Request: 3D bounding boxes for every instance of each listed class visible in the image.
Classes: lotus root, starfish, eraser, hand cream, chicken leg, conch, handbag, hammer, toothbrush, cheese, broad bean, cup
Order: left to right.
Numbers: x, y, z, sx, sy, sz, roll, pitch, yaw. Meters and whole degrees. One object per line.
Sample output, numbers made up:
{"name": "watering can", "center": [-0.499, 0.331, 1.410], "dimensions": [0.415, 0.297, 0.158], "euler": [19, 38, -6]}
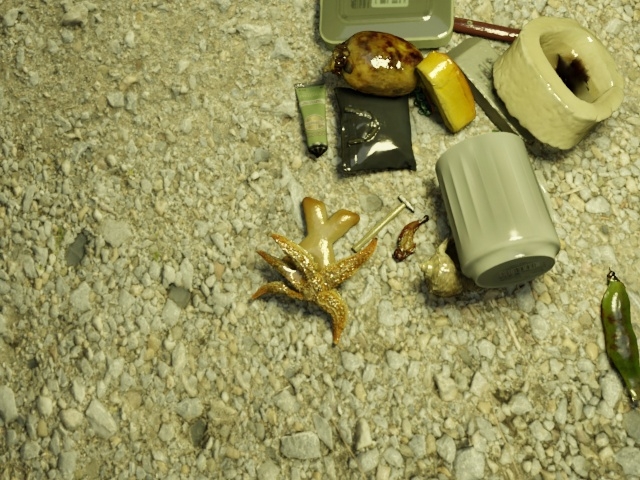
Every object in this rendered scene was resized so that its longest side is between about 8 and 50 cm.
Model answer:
{"name": "starfish", "center": [-0.039, 0.081, 1.763], "dimensions": [0.294, 0.084, 0.301], "euler": [22, 109, 4]}
{"name": "hand cream", "center": [-0.019, -0.338, 1.909], "dimensions": [0.086, 0.055, 0.235], "euler": [-6, 71, -1]}
{"name": "handbag", "center": [0.147, -0.304, 1.872], "dimensions": [0.211, 0.088, 0.254], "euler": [-2, 75, -7]}
{"name": "hammer", "center": [0.164, -0.037, 1.853], "dimensions": [0.199, 0.013, 0.062], "euler": [-42, 79, -5]}
{"name": "lotus root", "center": [0.168, -0.467, 1.833], "dimensions": [0.314, 0.141, 0.169], "euler": [8, 65, -10]}
{"name": "chicken leg", "center": [0.238, -0.012, 1.832], "dimensions": [0.062, 0.037, 0.145], "euler": [27, 81, -14]}
{"name": "conch", "center": [0.346, 0.073, 1.761], "dimensions": [0.207, 0.130, 0.155], "euler": [11, 94, -13]}
{"name": "toothbrush", "center": [0.386, -0.606, 1.943], "dimensions": [0.364, 0.041, 0.040], "euler": [15, 80, 11]}
{"name": "eraser", "center": [0.476, -0.411, 1.879], "dimensions": [0.111, 0.077, 0.352], "euler": [-36, 78, -4]}
{"name": "cup", "center": [0.466, -0.064, 1.722], "dimensions": [0.323, 0.237, 0.326], "euler": [5, 60, -32]}
{"name": "cheese", "center": [0.618, -0.404, 1.772], "dimensions": [0.292, 0.153, 0.332], "euler": [-8, 68, -26]}
{"name": "broad bean", "center": [0.751, 0.230, 1.738], "dimensions": [0.077, 0.061, 0.338], "euler": [-3, 78, -9]}

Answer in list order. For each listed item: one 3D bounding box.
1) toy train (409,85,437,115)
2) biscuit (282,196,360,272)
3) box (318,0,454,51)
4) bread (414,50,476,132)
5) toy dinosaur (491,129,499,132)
{"name": "toy train", "center": [0.289, -0.393, 1.906], "dimensions": [0.064, 0.044, 0.103], "euler": [-21, 78, -12]}
{"name": "biscuit", "center": [-0.001, 0.000, 1.838], "dimensions": [0.164, 0.047, 0.207], "euler": [19, 80, 5]}
{"name": "box", "center": [0.185, -0.713, 1.935], "dimensions": [0.373, 0.090, 0.367], "euler": [0, 77, 10]}
{"name": "bread", "center": [0.332, -0.390, 1.812], "dimensions": [0.094, 0.245, 0.102], "euler": [-41, 43, 0]}
{"name": "toy dinosaur", "center": [0.497, -0.249, 1.873], "dimensions": [0.060, 0.029, 0.119], "euler": [-39, 81, -22]}
